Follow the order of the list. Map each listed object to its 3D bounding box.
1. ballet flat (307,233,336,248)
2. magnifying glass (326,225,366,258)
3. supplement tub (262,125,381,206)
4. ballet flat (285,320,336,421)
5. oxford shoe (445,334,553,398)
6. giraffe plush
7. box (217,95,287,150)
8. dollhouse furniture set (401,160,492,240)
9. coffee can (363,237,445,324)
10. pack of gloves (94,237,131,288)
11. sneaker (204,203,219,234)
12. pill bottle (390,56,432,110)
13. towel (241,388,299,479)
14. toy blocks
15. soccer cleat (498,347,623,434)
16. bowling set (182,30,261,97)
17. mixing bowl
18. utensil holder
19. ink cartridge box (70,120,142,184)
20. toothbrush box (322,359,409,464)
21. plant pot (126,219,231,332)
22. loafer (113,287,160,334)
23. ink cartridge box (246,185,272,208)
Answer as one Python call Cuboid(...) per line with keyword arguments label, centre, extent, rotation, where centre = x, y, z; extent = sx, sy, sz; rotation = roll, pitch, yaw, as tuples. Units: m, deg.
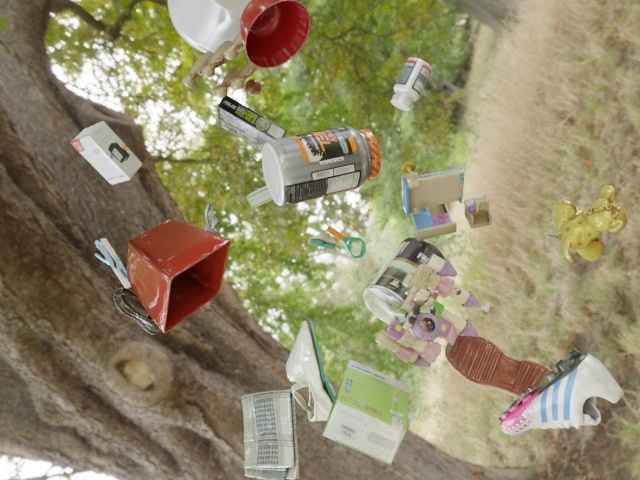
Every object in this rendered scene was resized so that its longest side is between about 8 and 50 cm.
Cuboid(label="ballet flat", centre=(0.000, 0.000, 2.327), extent=(0.057, 0.053, 0.168), rotation=(-33, -31, 30))
Cuboid(label="magnifying glass", centre=(0.114, 0.003, 2.352), extent=(0.026, 0.231, 0.092), rotation=(5, 66, 55))
Cuboid(label="supplement tub", centre=(0.003, -0.223, 1.572), extent=(0.315, 0.194, 0.194), rotation=(-15, -18, -19))
Cuboid(label="ballet flat", centre=(-0.035, 0.424, 1.660), extent=(0.139, 0.139, 0.401), rotation=(-57, -40, -46))
Cuboid(label="oxford shoe", centre=(0.558, 0.407, 1.655), extent=(0.396, 0.146, 0.141), rotation=(23, 81, 51))
Cuboid(label="giraffe plush", centre=(0.719, -0.052, 1.419), extent=(0.210, 0.182, 0.170), rotation=(-9, -22, -38))
Cuboid(label="box", centre=(-0.268, -0.437, 2.095), extent=(0.060, 0.270, 0.216), rotation=(-61, 4, -11))
Cuboid(label="dollhouse furniture set", centre=(0.398, -0.188, 1.763), extent=(0.303, 0.286, 0.198), rotation=(73, -174, -51))
Cuboid(label="coffee can", centre=(0.313, 0.153, 1.986), extent=(0.275, 0.201, 0.201), rotation=(-48, -5, -30))
Cuboid(label="pack of gloves", centre=(-0.849, 0.100, 2.200), extent=(0.046, 0.232, 0.195), rotation=(-33, 6, -8))
Cuboid(label="sneaker", centre=(-0.433, -0.081, 2.164), extent=(0.052, 0.057, 0.136), rotation=(147, 121, -83))
Cuboid(label="pill bottle", centre=(0.347, -0.602, 2.091), extent=(0.180, 0.107, 0.108), rotation=(-63, -1, 0))
Cuboid(label="towel", centre=(-0.203, 0.743, 2.058), extent=(0.312, 0.056, 0.325), rotation=(-19, 70, 41))
Cuboid(label="toy blocks", centre=(0.365, 0.234, 1.622), extent=(0.289, 0.260, 0.309), rotation=(-59, 0, -25))
Cuboid(label="soccer cleat", centre=(0.531, 0.383, 1.217), extent=(0.116, 0.143, 0.331), rotation=(-25, -28, -39))
Cuboid(label="bowling set", centre=(-0.270, -0.504, 1.666), extent=(0.286, 0.200, 0.154), rotation=(-10, 42, 50))
Cuboid(label="mixing bowl", centre=(-0.126, -0.523, 1.308), extent=(0.181, 0.098, 0.181), rotation=(-30, -24, -15))
Cuboid(label="utensil holder", centre=(-0.296, -0.804, 1.730), extent=(0.328, 0.327, 0.385), rotation=(-58, 22, -10))
Cuboid(label="ink cartridge box", centre=(-0.656, -0.266, 1.660), extent=(0.127, 0.175, 0.072), rotation=(-5, 44, 40))
Cuboid(label="toothbrush box", centre=(0.142, 0.493, 1.587), extent=(0.283, 0.206, 0.122), rotation=(-50, -19, -74))
Cuboid(label="plant pot", centre=(-0.489, 0.087, 1.784), extent=(0.267, 0.235, 0.268), rotation=(-38, -23, -46))
Cuboid(label="loafer", centre=(-0.620, 0.233, 1.875), extent=(0.078, 0.220, 0.080), rotation=(-28, 33, 21))
Cuboid(label="ink cartridge box", centre=(-0.217, -0.220, 2.404), extent=(0.209, 0.062, 0.109), rotation=(-25, 12, 13))
